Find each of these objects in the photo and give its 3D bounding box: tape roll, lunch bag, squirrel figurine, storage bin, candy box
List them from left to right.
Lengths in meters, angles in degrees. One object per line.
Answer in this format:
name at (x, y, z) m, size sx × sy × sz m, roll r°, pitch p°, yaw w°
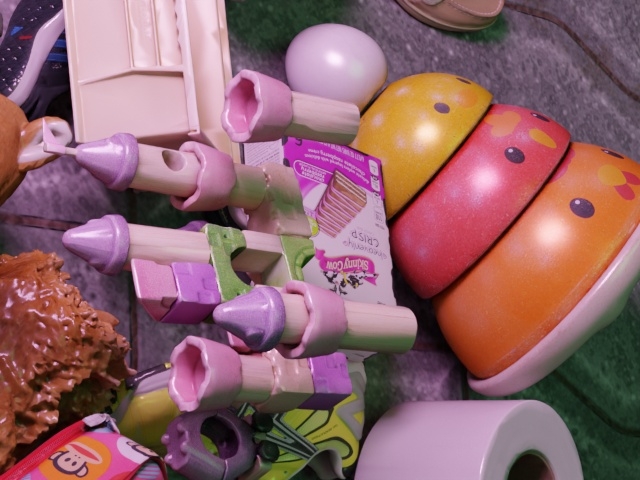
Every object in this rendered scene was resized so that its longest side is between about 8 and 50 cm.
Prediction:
squirrel figurine at (-0.358, 0.040, 1.490) m, size 0.397 × 0.281 × 0.370 m, roll 54°, pitch 39°, yaw -34°
lunch bag at (-0.220, 0.312, 1.495) m, size 0.258 × 0.120 × 0.293 m, roll -39°, pitch 144°, yaw -39°
storage bin at (-0.170, -0.198, 1.666) m, size 0.262 × 0.123 × 0.260 m, roll 52°, pitch 31°, yaw -79°
candy box at (0.000, 0.000, 1.759) m, size 0.159 × 0.071 × 0.233 m, roll 20°, pitch 54°, yaw -39°
tape roll at (0.172, 0.303, 1.849) m, size 0.246 × 0.169 × 0.246 m, roll 6°, pitch 82°, yaw -53°

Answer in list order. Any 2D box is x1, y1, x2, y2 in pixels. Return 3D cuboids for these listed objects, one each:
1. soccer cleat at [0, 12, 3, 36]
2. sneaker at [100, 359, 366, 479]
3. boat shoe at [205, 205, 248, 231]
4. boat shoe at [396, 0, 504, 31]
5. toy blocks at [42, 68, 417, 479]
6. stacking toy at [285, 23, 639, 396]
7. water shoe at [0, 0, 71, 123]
soccer cleat at (-0.410, -0.316, 1.563) m, size 0.143 × 0.116 × 0.331 m, roll -3°, pitch 68°, yaw -47°
sneaker at (-0.092, 0.195, 1.708) m, size 0.385 × 0.145 × 0.147 m, roll -1°, pitch 78°, yaw -39°
boat shoe at (-0.025, 0.023, 1.852) m, size 0.254 × 0.079 × 0.095 m, roll 36°, pitch 59°, yaw -25°
boat shoe at (0.136, -0.360, 2.078) m, size 0.302 × 0.098 × 0.109 m, roll 26°, pitch 63°, yaw -33°
toy blocks at (-0.120, 0.037, 1.455) m, size 0.260 × 0.309 × 0.288 m, roll 7°, pitch 55°, yaw -34°
stacking toy at (0.147, -0.078, 1.925) m, size 0.480 × 0.350 × 0.350 m, roll 40°, pitch 54°, yaw -5°
water shoe at (-0.291, -0.198, 1.709) m, size 0.203 × 0.073 × 0.080 m, roll -65°, pitch 146°, yaw -32°
